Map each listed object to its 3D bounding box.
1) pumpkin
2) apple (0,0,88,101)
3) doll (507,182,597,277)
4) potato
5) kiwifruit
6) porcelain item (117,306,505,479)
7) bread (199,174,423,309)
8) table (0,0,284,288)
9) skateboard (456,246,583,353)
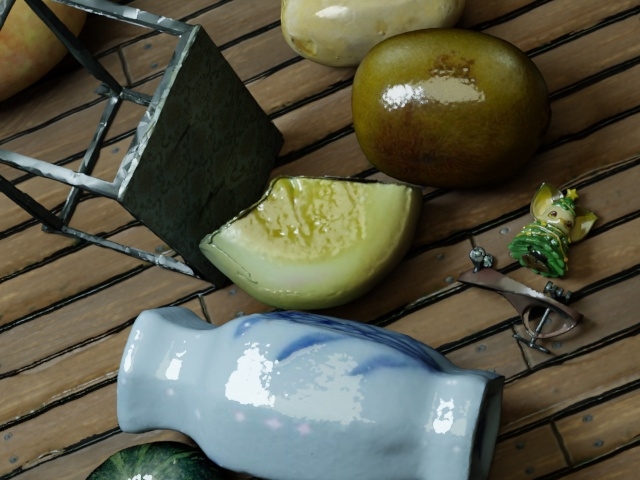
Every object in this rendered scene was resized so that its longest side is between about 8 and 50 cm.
[{"bbox_3d":[-0.192,0.317,1.852,0.190,0.146,0.190,2,55,-3],"label":"pumpkin"},{"bbox_3d":[-0.484,-0.355,2.059,0.391,0.346,0.391,-7,64,14],"label":"apple"},{"bbox_3d":[0.268,-0.008,1.900,0.078,0.076,0.113,33,50,-1],"label":"doll"},{"bbox_3d":[0.065,-0.285,1.999,0.234,0.146,0.150,-4,53,8],"label":"potato"},{"bbox_3d":[0.156,-0.155,1.897,0.234,0.196,0.196,4,72,21],"label":"kiwifruit"},{"bbox_3d":[-0.009,0.175,1.806,0.405,0.242,0.178,8,92,16],"label":"porcelain item"},{"bbox_3d":[-0.012,0.007,1.915,0.261,0.158,0.156,3,82,-1],"label":"bread"},{"bbox_3d":[-0.246,-0.125,1.922,0.272,0.335,0.222,17,76,20],"label":"table"},{"bbox_3d":[0.228,0.072,1.876,0.151,0.067,0.080,26,89,18],"label":"skateboard"}]
